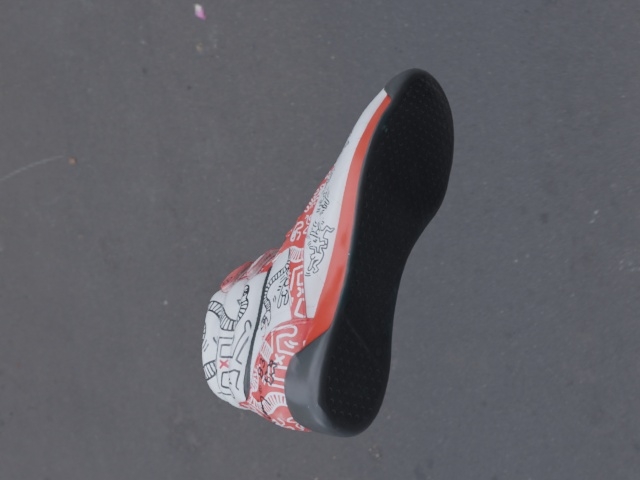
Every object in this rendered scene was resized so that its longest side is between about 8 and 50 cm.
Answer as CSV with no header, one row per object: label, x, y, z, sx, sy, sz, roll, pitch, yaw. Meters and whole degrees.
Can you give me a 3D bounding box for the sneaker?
sneaker,-0.001,0.000,0.553,0.145,0.090,0.270,-2,65,46
